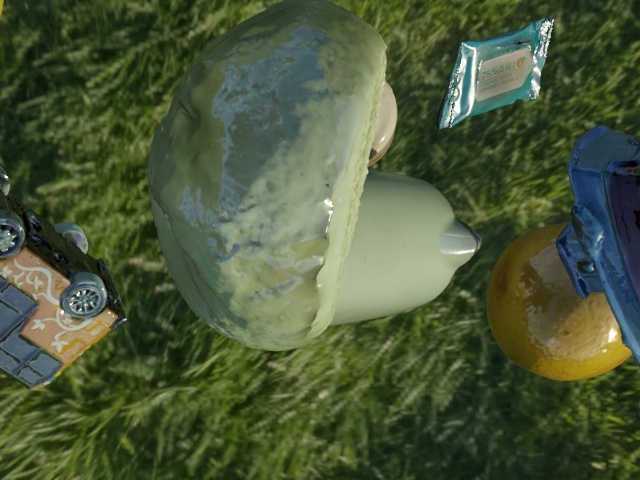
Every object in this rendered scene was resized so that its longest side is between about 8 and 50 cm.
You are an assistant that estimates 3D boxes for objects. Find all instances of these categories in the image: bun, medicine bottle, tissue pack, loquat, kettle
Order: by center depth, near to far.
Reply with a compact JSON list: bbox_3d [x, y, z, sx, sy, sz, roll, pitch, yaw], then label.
[{"bbox_3d":[-0.033,-0.039,0.683,0.118,0.195,0.195,14,81,1],"label":"bun"},{"bbox_3d":[0.158,-0.153,1.142,0.028,0.085,0.138,31,37,34],"label":"tissue pack"},{"bbox_3d":[0.000,0.000,1.283,0.255,0.240,0.165,-5,96,-51],"label":"kettle"},{"bbox_3d":[0.027,-0.138,1.378,0.114,0.252,0.114,0,90,3],"label":"medicine bottle"},{"bbox_3d":[0.308,0.079,1.565,0.208,0.208,0.208,1,83,-8],"label":"loquat"}]

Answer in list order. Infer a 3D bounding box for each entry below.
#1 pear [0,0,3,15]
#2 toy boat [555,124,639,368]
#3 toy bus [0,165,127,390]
[{"bbox_3d":[-0.371,-0.204,0.944,0.281,0.281,0.280,1,83,-8],"label":"pear"},{"bbox_3d":[0.228,0.022,0.925,0.100,0.097,0.223,-49,124,-37],"label":"toy boat"},{"bbox_3d":[-0.364,0.027,1.372,0.167,0.138,0.275,-40,130,7],"label":"toy bus"}]
